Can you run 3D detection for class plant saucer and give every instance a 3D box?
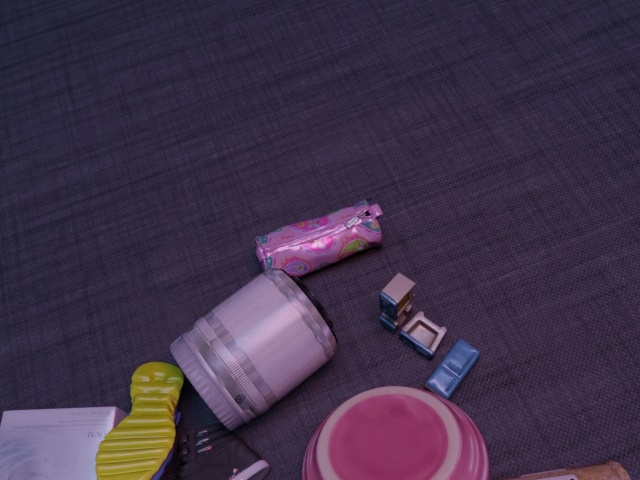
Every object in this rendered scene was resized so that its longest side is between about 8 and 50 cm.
[{"bbox_3d":[0.123,0.378,1.089,0.333,0.084,0.332,-11,34,8],"label":"plant saucer"}]

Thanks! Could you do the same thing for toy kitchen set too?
[{"bbox_3d":[0.198,0.191,1.211,0.207,0.166,0.122,34,70,21],"label":"toy kitchen set"}]

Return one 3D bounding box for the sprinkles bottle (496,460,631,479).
[{"bbox_3d":[0.354,0.469,1.073,0.356,0.121,0.121,-9,62,1],"label":"sprinkles bottle"}]

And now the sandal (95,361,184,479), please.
[{"bbox_3d":[-0.317,0.367,1.137,0.126,0.138,0.317,7,25,1],"label":"sandal"}]

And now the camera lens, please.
[{"bbox_3d":[-0.121,0.204,1.207,0.274,0.219,0.219,-37,65,-13],"label":"camera lens"}]

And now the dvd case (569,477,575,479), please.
[{"bbox_3d":[0.437,0.527,1.002,0.239,0.029,0.179,41,93,-2],"label":"dvd case"}]

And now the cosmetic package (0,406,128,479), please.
[{"bbox_3d":[-0.482,0.441,1.167,0.224,0.138,0.224,-4,63,4],"label":"cosmetic package"}]

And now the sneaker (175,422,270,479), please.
[{"bbox_3d":[-0.251,0.444,1.130,0.296,0.104,0.147,-24,52,-37],"label":"sneaker"}]

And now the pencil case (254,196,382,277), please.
[{"bbox_3d":[0.000,0.000,1.361,0.284,0.124,0.124,-19,62,-4],"label":"pencil case"}]
